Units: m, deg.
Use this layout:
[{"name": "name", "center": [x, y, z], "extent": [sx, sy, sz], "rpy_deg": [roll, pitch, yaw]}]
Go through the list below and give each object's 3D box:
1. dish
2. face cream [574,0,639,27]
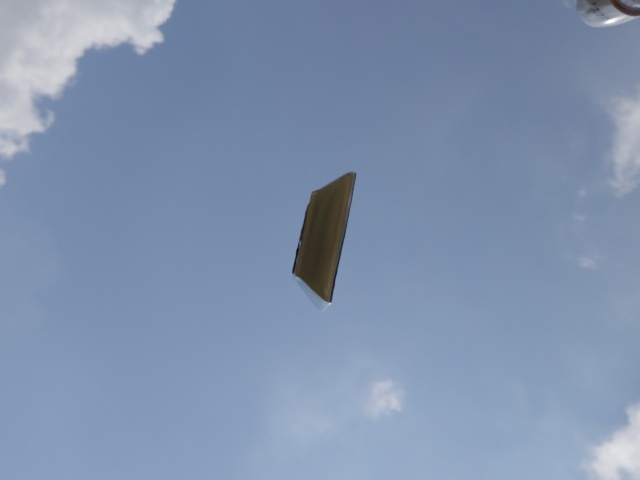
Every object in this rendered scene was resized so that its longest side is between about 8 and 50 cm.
[{"name": "dish", "center": [0.000, 0.000, 1.493], "extent": [0.080, 0.182, 0.243], "rpy_deg": [11, -101, -2]}, {"name": "face cream", "center": [0.399, -0.337, 1.104], "extent": [0.095, 0.091, 0.091], "rpy_deg": [158, -71, -65]}]
